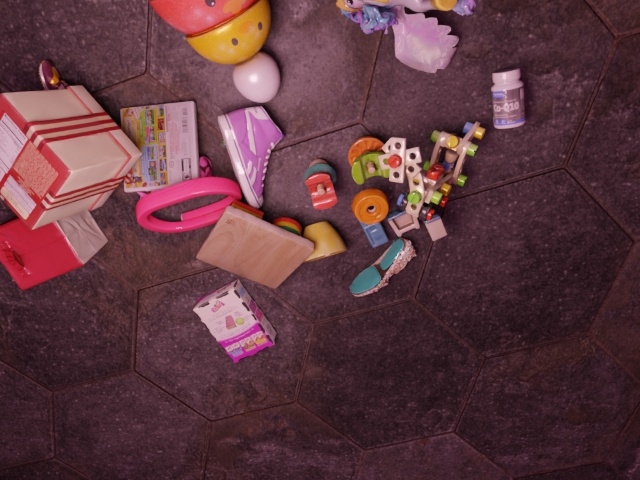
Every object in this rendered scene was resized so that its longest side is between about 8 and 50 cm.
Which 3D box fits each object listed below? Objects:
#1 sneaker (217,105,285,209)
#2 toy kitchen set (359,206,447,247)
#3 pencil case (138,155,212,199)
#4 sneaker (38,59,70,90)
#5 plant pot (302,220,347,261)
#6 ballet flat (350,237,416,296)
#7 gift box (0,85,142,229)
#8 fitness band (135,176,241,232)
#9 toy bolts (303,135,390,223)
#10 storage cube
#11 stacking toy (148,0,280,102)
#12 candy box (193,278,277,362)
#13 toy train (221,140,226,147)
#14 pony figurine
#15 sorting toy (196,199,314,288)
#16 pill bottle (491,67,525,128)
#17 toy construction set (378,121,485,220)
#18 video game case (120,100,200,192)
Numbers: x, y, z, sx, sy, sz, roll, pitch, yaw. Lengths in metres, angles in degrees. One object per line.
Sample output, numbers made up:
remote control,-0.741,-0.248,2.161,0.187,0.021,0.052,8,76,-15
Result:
sneaker,-0.159,-0.220,1.258,0.161,0.102,0.282,-21,128,-13
toy kitchen set,0.215,-0.051,1.275,0.207,0.166,0.122,-25,110,12
pencil case,-0.405,-0.170,1.291,0.209,0.095,0.098,-10,71,9
sneaker,-0.663,-0.383,1.229,0.084,0.069,0.185,-13,119,-1
plant pot,0.000,0.000,1.340,0.134,0.134,0.095,-17,85,10
ballet flat,0.193,0.093,1.389,0.077,0.091,0.241,27,118,-36
gift box,-0.633,-0.202,1.124,0.276,0.258,0.255,-34,96,29
fitness band,-0.353,-0.095,1.267,0.290,0.209,0.054,-18,71,12
toy bolts,0.072,-0.162,1.250,0.228,0.158,0.218,-11,126,4
storage cube,-0.761,-0.004,1.316,0.193,0.215,0.184,-22,110,5
stacking toy,-0.220,-0.534,1.057,0.350,0.351,0.480,-24,128,12
candy box,-0.267,0.257,1.481,0.159,0.071,0.233,-27,110,13
toy train,-0.235,-0.278,1.274,0.083,0.024,0.017,-26,110,13
pony figurine,0.205,-0.538,1.006,0.351,0.363,0.303,2,107,-15
sorting toy,-0.181,0.004,1.312,0.255,0.089,0.257,24,140,-19
pill bottle,0.474,-0.360,1.180,0.078,0.078,0.137,-11,112,7
toy construction set,0.277,-0.177,1.150,0.151,0.327,0.215,39,130,31
video game case,-0.426,-0.248,1.241,0.206,0.026,0.227,-4,88,7
